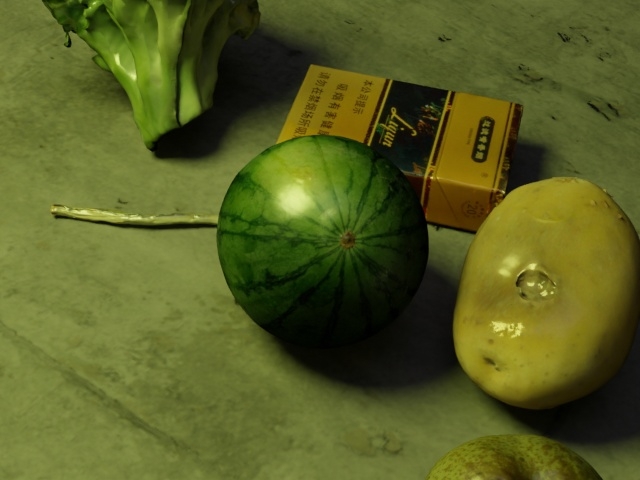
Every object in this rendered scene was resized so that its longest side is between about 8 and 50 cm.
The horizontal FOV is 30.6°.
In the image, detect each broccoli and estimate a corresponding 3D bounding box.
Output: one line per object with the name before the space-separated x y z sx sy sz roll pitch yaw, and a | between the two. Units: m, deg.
broccoli | -0.152 -0.229 1.228 0.248 0.245 0.288 -16 5 15

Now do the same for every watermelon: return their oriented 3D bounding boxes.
watermelon | 0.000 0.000 1.038 0.188 0.187 0.215 -5 2 -10

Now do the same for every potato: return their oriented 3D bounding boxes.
potato | 0.206 0.048 1.031 0.150 0.146 0.233 -18 40 45

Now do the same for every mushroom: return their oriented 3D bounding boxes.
mushroom | -0.124 -0.019 1.157 0.286 0.028 0.025 6 86 3

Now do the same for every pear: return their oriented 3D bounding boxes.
pear | 0.142 0.219 0.846 0.167 0.136 0.167 5 47 -5

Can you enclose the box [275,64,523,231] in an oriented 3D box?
box | 0.083 -0.097 1.223 0.237 0.070 0.152 11 44 10
